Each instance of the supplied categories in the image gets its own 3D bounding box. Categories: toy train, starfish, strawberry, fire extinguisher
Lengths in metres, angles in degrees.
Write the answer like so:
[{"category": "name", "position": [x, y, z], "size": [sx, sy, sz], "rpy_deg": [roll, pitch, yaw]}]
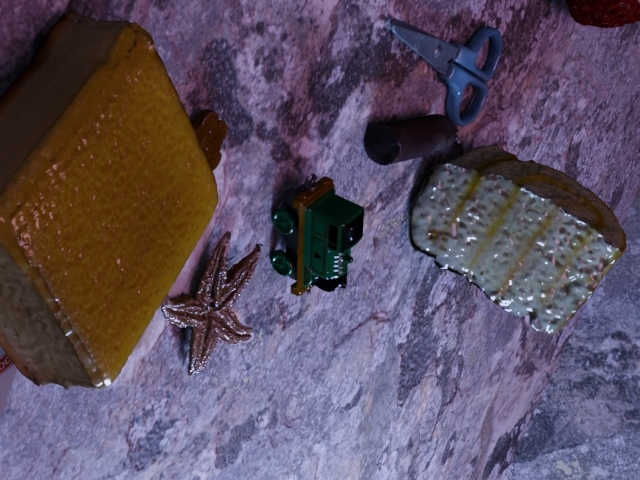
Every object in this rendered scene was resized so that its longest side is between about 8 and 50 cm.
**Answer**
[{"category": "toy train", "position": [0.000, 0.000, 2.080], "size": [0.091, 0.136, 0.227], "rpy_deg": [-37, 138, -43]}, {"category": "starfish", "position": [-0.165, 0.096, 1.965], "size": [0.240, 0.043, 0.227], "rpy_deg": [21, 91, -59]}, {"category": "strawberry", "position": [0.574, -0.537, 2.619], "size": [0.261, 0.258, 0.261], "rpy_deg": [3, 86, -42]}, {"category": "fire extinguisher", "position": [0.176, -0.171, 2.312], "size": [0.268, 0.072, 0.089], "rpy_deg": [-17, 90, -55]}]

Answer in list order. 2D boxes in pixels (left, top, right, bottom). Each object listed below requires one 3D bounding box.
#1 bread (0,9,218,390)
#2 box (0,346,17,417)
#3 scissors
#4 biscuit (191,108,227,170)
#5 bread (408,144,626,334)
[{"category": "bread", "position": [-0.267, -0.042, 1.507], "size": [0.333, 0.143, 0.323], "rpy_deg": [-61, 148, -34]}, {"category": "box", "position": [-0.464, 0.217, 1.514], "size": [0.214, 0.069, 0.353], "rpy_deg": [5, 105, -62]}, {"category": "scissors", "position": [0.216, -0.322, 2.319], "size": [0.447, 0.029, 0.192], "rpy_deg": [14, 98, -63]}, {"category": "biscuit", "position": [-0.185, -0.095, 1.798], "size": [0.175, 0.026, 0.124], "rpy_deg": [-61, 153, -9]}, {"category": "bread", "position": [0.367, -0.035, 2.551], "size": [0.239, 0.395, 0.264], "rpy_deg": [-58, -178, 25]}]
